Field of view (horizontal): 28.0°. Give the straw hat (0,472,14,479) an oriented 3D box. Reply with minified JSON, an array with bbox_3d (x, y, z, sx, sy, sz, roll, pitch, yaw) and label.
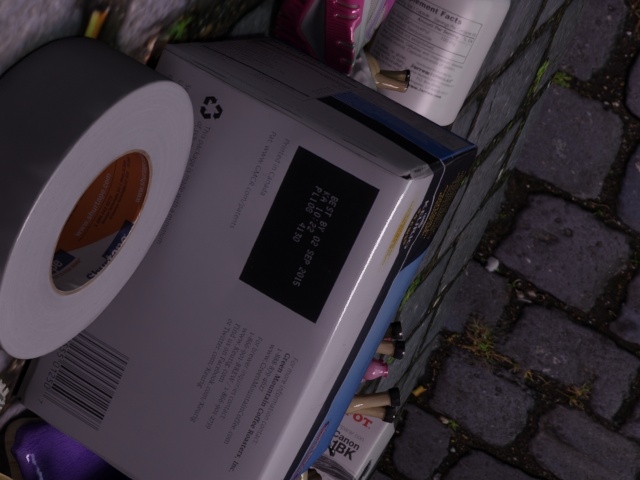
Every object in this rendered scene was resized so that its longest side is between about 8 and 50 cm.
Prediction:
[{"bbox_3d":[-0.286,0.195,0.971,0.061,0.144,0.144,-107,-149,-51],"label":"straw hat"}]

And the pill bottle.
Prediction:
[{"bbox_3d":[0.137,-0.256,1.436,0.229,0.131,0.131,-65,166,19],"label":"pill bottle"}]

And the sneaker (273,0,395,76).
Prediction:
[{"bbox_3d":[0.031,-0.262,1.130,0.111,0.103,0.252,-55,173,-37],"label":"sneaker"}]

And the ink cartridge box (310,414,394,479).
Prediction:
[{"bbox_3d":[-0.043,0.328,1.869,0.273,0.197,0.114,-57,166,-15],"label":"ink cartridge box"}]

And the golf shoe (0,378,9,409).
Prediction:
[{"bbox_3d":[-0.265,0.101,0.867,0.086,0.069,0.176,-48,162,-22],"label":"golf shoe"}]

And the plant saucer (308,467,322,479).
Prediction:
[{"bbox_3d":[-0.135,0.306,1.510,0.278,0.041,0.278,-17,172,-2],"label":"plant saucer"}]

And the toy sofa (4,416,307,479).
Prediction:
[{"bbox_3d":[-0.143,0.214,1.233,0.362,0.150,0.177,-30,121,-65],"label":"toy sofa"}]

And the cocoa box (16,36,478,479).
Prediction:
[{"bbox_3d":[-0.057,0.027,1.104,0.347,0.231,0.228,-65,167,19],"label":"cocoa box"}]

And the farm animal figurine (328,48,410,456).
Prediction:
[{"bbox_3d":[0.000,0.000,1.330,0.330,0.172,0.326,-93,-171,-52],"label":"farm animal figurine"}]

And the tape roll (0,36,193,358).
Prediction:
[{"bbox_3d":[-0.179,-0.029,0.888,0.219,0.072,0.219,-55,166,-20],"label":"tape roll"}]
